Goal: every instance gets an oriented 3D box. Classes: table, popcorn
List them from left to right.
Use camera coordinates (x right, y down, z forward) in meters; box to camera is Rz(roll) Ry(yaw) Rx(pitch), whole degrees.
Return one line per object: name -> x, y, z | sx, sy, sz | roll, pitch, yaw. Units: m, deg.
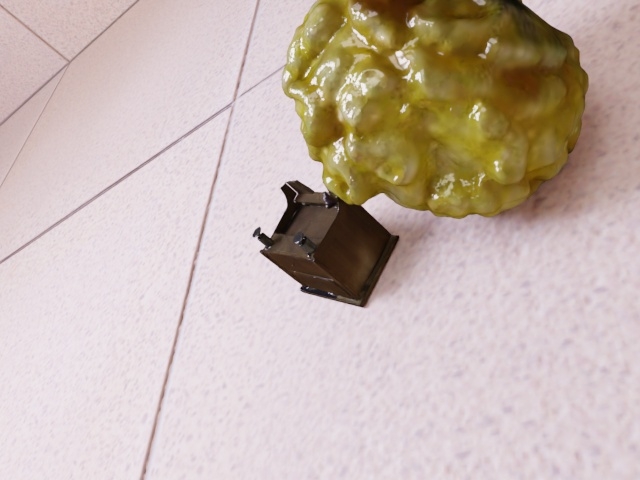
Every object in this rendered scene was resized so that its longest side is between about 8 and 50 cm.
table -> 0.000, 0.000, 0.522 | 0.083, 0.082, 0.070 | 8, 63, 51
popcorn -> 0.083, -0.112, 0.461 | 0.189, 0.217, 0.170 | -71, 0, -52
